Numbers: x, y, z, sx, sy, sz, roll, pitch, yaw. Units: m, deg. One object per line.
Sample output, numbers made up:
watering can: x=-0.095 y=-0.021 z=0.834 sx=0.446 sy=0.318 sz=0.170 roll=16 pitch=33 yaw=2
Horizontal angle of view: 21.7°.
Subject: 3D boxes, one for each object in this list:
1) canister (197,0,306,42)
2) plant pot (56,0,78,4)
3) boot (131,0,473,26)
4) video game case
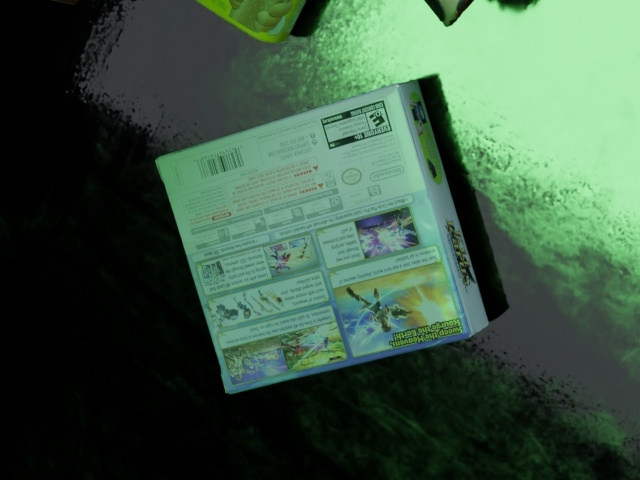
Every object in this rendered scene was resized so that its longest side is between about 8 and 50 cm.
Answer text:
canister: x=-0.048 y=-0.286 z=1.562 sx=0.126 sy=0.073 sz=0.170 roll=34 pitch=113 yaw=14
plant pot: x=-0.240 y=-0.395 z=1.495 sx=0.235 sy=0.267 sz=0.267 roll=-32 pitch=87 yaw=13
boot: x=0.015 y=-0.287 z=1.420 sx=0.284 sy=0.138 sz=0.377 roll=40 pitch=72 yaw=0
video game case: x=0.000 y=0.000 z=1.603 sx=0.269 sy=0.061 sz=0.244 roll=-15 pitch=93 yaw=25
